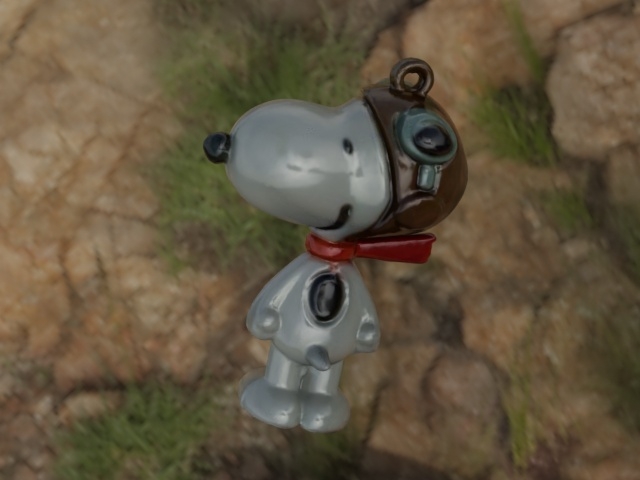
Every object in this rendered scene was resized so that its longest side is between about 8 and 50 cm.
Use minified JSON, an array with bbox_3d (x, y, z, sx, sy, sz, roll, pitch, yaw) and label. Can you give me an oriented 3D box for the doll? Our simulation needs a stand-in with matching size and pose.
[{"bbox_3d":[0.006,0.003,0.397,0.058,0.085,0.040,-9,19,-5],"label":"doll"}]
